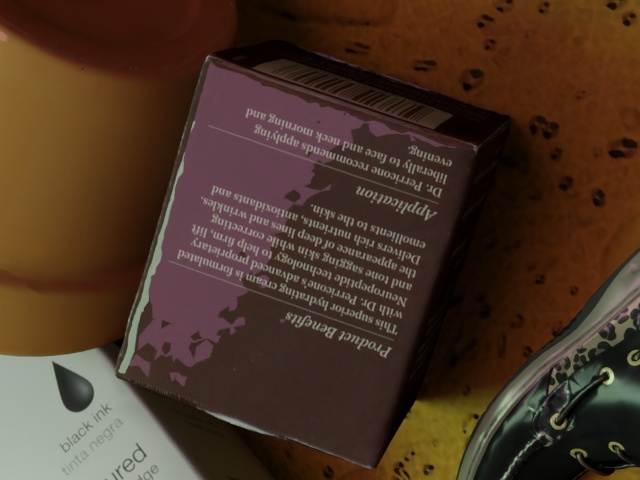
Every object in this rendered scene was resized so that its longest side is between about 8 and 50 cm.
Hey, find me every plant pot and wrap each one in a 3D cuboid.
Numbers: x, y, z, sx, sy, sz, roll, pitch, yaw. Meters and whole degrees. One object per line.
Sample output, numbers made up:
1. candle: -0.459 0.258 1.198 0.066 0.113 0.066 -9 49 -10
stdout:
1. plant pot: -0.181 -0.100 1.044 0.291 0.291 0.203 54 134 22

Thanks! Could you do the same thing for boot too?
1. boot: 0.194 0.126 0.937 0.236 0.085 0.179 -52 53 19

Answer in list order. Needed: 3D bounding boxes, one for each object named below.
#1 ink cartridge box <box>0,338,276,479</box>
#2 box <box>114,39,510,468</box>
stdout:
1. ink cartridge box: -0.246 0.148 1.161 0.285 0.166 0.395 -45 64 4
2. box: 0.000 0.000 1.007 0.168 0.167 0.203 20 103 8
